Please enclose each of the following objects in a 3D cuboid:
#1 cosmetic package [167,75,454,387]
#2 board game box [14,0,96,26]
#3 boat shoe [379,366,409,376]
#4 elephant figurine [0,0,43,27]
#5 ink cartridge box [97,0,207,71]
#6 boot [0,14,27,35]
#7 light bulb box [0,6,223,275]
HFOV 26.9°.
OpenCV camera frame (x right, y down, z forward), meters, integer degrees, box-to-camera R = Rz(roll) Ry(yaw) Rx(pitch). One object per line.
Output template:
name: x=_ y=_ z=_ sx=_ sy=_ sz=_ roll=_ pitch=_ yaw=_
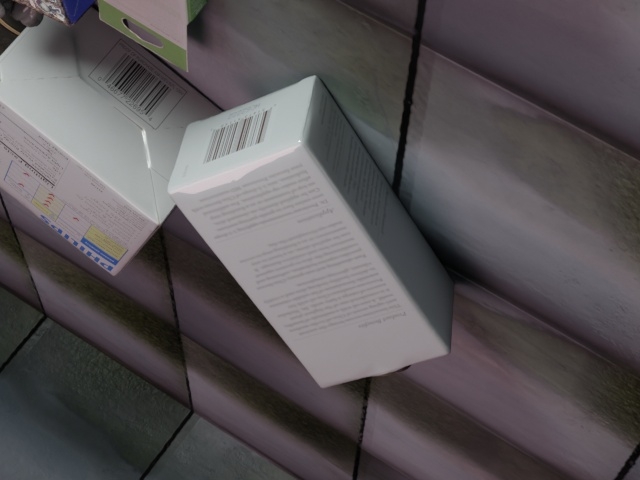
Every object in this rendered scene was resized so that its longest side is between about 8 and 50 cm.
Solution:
cosmetic package: x=0.000 y=0.000 z=1.974 sx=0.230 sy=0.161 sz=0.453 roll=-17 pitch=128 yaw=24
board game box: x=-0.374 y=-0.441 z=1.702 sx=0.291 sy=0.232 sz=0.141 roll=27 pitch=154 yaw=23
boat shoe: x=0.047 y=0.096 z=2.257 sx=0.355 sy=0.132 sz=0.130 roll=39 pitch=148 yaw=-26
elephant figurine: x=-0.417 y=-0.438 z=1.898 sx=0.186 sy=0.239 sz=0.169 roll=13 pitch=141 yaw=-9
ink cartridge box: x=-0.243 y=-0.358 z=1.891 sx=0.171 sy=0.056 sz=0.235 roll=32 pitch=158 yaw=12
boot: x=-0.467 y=-0.395 z=2.115 sx=0.137 sy=0.077 sz=0.198 roll=15 pitch=150 yaw=30
light bulb box: x=-0.378 y=-0.165 z=2.214 sx=0.358 sy=0.225 sz=0.361 roll=39 pitch=157 yaw=-6
